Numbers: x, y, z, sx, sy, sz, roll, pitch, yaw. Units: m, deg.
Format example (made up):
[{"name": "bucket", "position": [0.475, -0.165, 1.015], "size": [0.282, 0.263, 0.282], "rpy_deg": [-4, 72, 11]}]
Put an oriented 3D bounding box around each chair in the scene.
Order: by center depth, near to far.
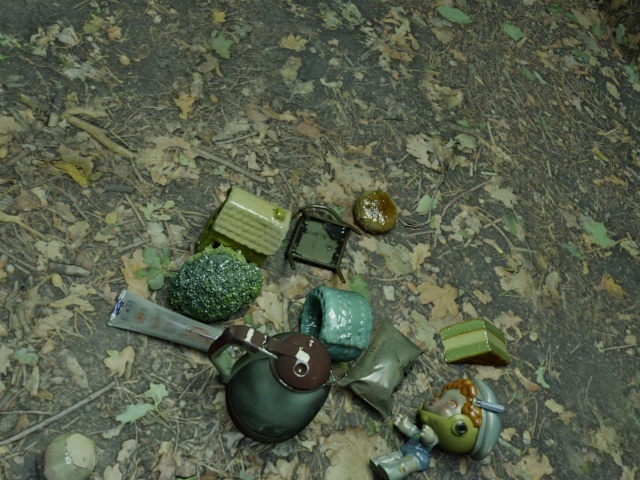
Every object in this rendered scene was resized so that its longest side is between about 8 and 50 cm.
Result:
[{"name": "chair", "position": [0.000, 0.000, 1.886], "size": [0.188, 0.166, 0.272], "rpy_deg": [16, 13, -12]}]

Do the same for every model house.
[{"name": "model house", "position": [-0.200, -0.047, 1.763], "size": [0.193, 0.234, 0.174], "rpy_deg": [27, 44, -13]}]

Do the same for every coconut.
[{"name": "coconut", "position": [-0.542, 0.483, 1.385], "size": [0.110, 0.110, 0.124], "rpy_deg": [-5, 58, -25]}]

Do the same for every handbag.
[{"name": "handbag", "position": [0.181, 0.348, 1.766], "size": [0.182, 0.117, 0.270], "rpy_deg": [43, 55, -4]}]

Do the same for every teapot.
[{"name": "teapot", "position": [-0.120, 0.315, 1.539], "size": [0.315, 0.312, 0.233], "rpy_deg": [26, 52, -6]}]

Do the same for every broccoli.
[{"name": "broccoli", "position": [-0.282, 0.117, 1.687], "size": [0.176, 0.226, 0.198], "rpy_deg": [-37, 102, -53]}]

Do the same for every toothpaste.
[{"name": "toothpaste", "position": [-0.375, 0.224, 1.646], "size": [0.323, 0.066, 0.100], "rpy_deg": [20, 69, -5]}]

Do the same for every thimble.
[{"name": "thimble", "position": [0.039, 0.228, 1.714], "size": [0.143, 0.235, 0.198], "rpy_deg": [10, 97, -17]}]

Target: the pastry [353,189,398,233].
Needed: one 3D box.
[{"name": "pastry", "position": [0.179, -0.091, 2.052], "size": [0.153, 0.081, 0.153], "rpy_deg": [13, 56, -20]}]

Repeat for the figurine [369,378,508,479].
[{"name": "figurine", "position": [0.307, 0.523, 1.703], "size": [0.382, 0.224, 0.205], "rpy_deg": [-26, 94, -8]}]

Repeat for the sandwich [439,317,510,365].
[{"name": "sandwich", "position": [0.476, 0.326, 1.960], "size": [0.187, 0.144, 0.117], "rpy_deg": [34, 43, -46]}]
